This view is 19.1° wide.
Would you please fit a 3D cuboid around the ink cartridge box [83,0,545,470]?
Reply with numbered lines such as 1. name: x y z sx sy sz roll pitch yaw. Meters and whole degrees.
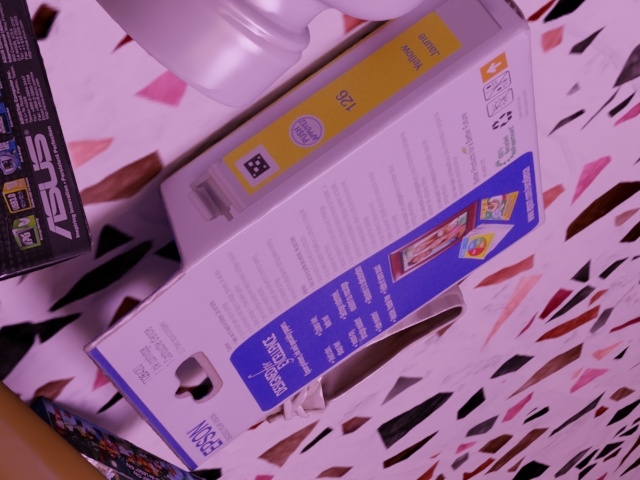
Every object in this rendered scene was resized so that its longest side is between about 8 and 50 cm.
1. ink cartridge box: 0.000 0.000 1.191 0.307 0.072 0.303 -33 159 -5

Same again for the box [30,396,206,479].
1. box: -0.200 0.220 1.263 0.233 0.044 0.159 -44 132 15

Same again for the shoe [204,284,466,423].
1. shoe: 0.008 0.083 1.373 0.219 0.058 0.076 -34 158 -10

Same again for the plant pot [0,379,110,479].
1. plant pot: -0.188 0.208 1.072 0.254 0.239 0.254 -33 159 -14

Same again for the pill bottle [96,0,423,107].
1. pill bottle: 0.025 -0.183 0.738 0.272 0.152 0.152 -43 158 14

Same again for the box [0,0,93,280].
1. box: -0.179 -0.063 0.627 0.184 0.190 0.045 -18 -176 -40
